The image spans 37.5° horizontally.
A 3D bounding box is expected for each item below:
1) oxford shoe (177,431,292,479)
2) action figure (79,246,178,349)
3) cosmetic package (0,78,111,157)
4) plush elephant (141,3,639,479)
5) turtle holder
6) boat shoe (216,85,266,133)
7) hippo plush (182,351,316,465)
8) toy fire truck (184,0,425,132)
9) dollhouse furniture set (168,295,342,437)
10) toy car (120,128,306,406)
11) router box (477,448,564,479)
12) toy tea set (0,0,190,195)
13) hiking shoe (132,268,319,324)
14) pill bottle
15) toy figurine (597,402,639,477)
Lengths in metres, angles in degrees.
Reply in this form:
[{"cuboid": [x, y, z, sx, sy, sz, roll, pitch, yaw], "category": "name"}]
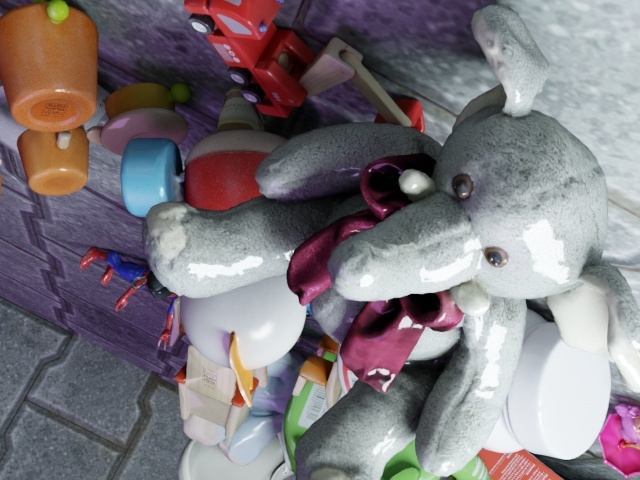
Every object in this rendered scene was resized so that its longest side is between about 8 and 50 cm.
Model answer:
[{"cuboid": [-0.063, 0.358, 1.726, 0.449, 0.169, 0.130, -12, 173, -42], "category": "oxford shoe"}, {"cuboid": [-0.329, 0.097, 1.663, 0.280, 0.139, 0.091, 6, 154, 41], "category": "action figure"}, {"cuboid": [-0.331, -0.157, 1.080, 0.099, 0.060, 0.239, 38, 159, -28], "category": "cosmetic package"}, {"cuboid": [0.078, 0.009, 0.622, 0.272, 0.330, 0.255, 63, 164, 11], "category": "plush elephant"}, {"cuboid": [0.099, 0.313, 1.477, 0.320, 0.243, 0.227, -6, 146, -10], "category": "turtle holder"}, {"cuboid": [-0.075, -0.100, 0.927, 0.056, 0.048, 0.153, 1, 165, 4], "category": "boat shoe"}, {"cuboid": [-0.126, 0.206, 1.621, 0.234, 0.294, 0.236, 62, 172, -30], "category": "hippo plush"}, {"cuboid": [-0.007, -0.132, 0.730, 0.135, 0.047, 0.192, 14, 157, 32], "category": "toy fire truck"}, {"cuboid": [-0.093, 0.140, 1.321, 0.262, 0.259, 0.135, 19, 124, 15], "category": "dollhouse furniture set"}, {"cuboid": [-0.065, 0.039, 0.870, 0.219, 0.238, 0.210, 1, 159, 6], "category": "toy car"}, {"cuboid": [0.404, 0.466, 1.595, 0.301, 0.082, 0.335, 36, 172, 43], "category": "router box"}, {"cuboid": [-0.303, -0.124, 0.937, 0.336, 0.124, 0.200, -22, 157, 22], "category": "toy tea set"}, {"cuboid": [-0.086, 0.070, 1.249, 0.304, 0.132, 0.113, 21, 161, 17], "category": "hiking shoe"}, {"cuboid": [0.169, 0.147, 1.067, 0.283, 0.161, 0.161, 5, 152, 47], "category": "pill bottle"}, {"cuboid": [0.404, 0.245, 1.128, 0.159, 0.130, 0.173, 19, 141, 50], "category": "toy figurine"}]
